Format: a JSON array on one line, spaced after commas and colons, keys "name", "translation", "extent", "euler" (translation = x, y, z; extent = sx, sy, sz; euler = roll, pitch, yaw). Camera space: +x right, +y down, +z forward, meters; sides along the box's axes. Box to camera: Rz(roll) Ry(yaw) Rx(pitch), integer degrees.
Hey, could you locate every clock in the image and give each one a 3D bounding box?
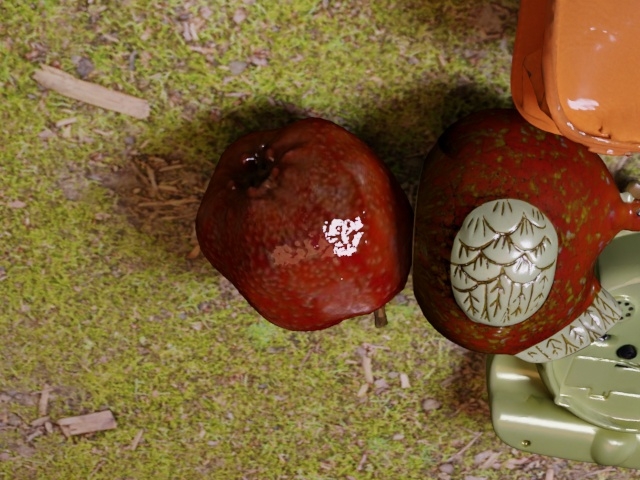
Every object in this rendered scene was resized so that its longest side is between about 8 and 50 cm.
[{"name": "clock", "translation": [0.344, 0.090, 2.045], "extent": [0.286, 0.117, 0.348], "euler": [9, 130, -8]}]

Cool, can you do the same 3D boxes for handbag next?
[{"name": "handbag", "translation": [0.388, -0.209, 1.699], "extent": [0.410, 0.116, 0.303], "euler": [7, 94, -8]}]

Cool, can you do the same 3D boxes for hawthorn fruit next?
[{"name": "hawthorn fruit", "translation": [0.000, 0.000, 1.925], "extent": [0.205, 0.205, 0.253], "euler": [-24, 133, 20]}]

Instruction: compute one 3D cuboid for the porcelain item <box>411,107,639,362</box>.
[{"name": "porcelain item", "translation": [0.207, -0.007, 1.876], "extent": [0.253, 0.253, 0.253], "euler": [0, 131, 0]}]
